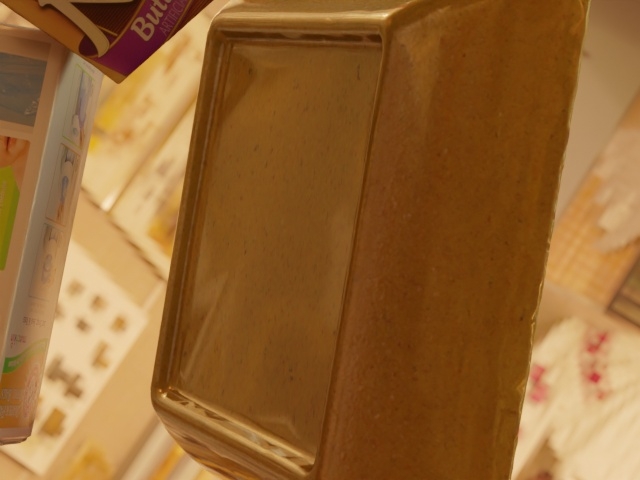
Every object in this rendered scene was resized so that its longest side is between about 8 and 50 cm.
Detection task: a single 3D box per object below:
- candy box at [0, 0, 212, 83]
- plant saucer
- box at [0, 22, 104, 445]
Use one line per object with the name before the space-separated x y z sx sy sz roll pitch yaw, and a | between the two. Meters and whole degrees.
candy box | -0.067 -0.166 0.835 0.109 0.187 0.053 35 22 -44
plant saucer | 0.000 0.000 1.005 0.081 0.333 0.333 8 2 -26
box | -0.189 -0.006 0.937 0.114 0.203 0.103 10 -4 4
